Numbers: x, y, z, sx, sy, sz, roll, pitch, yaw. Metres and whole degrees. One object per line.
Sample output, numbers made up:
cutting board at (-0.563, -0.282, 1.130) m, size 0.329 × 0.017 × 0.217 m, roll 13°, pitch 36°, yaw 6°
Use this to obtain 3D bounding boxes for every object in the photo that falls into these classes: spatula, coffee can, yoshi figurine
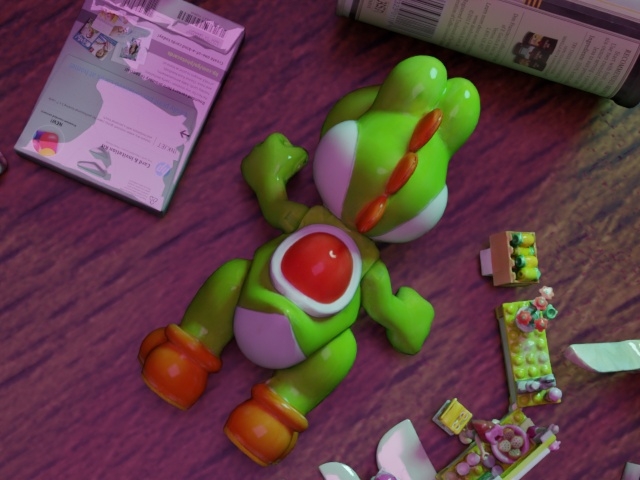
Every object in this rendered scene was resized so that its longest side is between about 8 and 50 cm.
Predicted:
spatula at (0.055, 0.300, 1.313) m, size 0.168 × 0.019 × 0.242 m, roll -24°, pitch 84°, yaw -12°
coffee can at (0.172, -0.251, 1.311) m, size 0.275 × 0.201 × 0.201 m, roll 18°, pitch 80°, yaw -1°
yoshi figurine at (0.007, 0.003, 1.304) m, size 0.362 × 0.203 × 0.203 m, roll -54°, pitch 47°, yaw 4°

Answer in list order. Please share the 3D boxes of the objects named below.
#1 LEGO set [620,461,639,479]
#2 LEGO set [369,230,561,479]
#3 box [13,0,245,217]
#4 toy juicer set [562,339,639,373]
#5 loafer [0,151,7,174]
LEGO set at (0.389, 0.209, 1.306) m, size 0.227 × 0.093 × 0.087 m, roll 19°, pitch 81°, yaw 0°
LEGO set at (0.158, 0.127, 1.293) m, size 0.132 × 0.107 × 0.287 m, roll 29°, pitch 78°, yaw -3°
box at (-0.169, -0.134, 1.355) m, size 0.145 × 0.038 × 0.186 m, roll 23°, pitch 79°, yaw 1°
toy juicer set at (0.378, 0.114, 1.268) m, size 0.329 × 0.209 × 0.089 m, roll 22°, pitch 101°, yaw 12°
loafer at (-0.331, -0.099, 1.344) m, size 0.125 × 0.039 × 0.045 m, roll 46°, pitch 114°, yaw 7°
